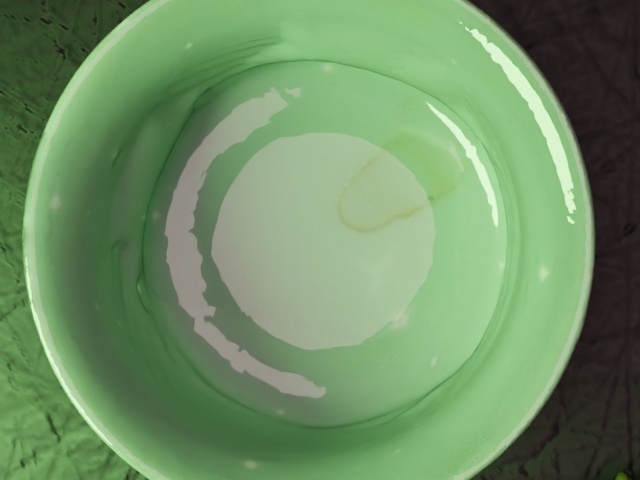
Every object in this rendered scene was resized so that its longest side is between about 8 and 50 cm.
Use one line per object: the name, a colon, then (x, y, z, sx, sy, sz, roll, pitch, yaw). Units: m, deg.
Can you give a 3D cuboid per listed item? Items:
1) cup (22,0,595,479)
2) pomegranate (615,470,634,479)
cup: (0.000, 0.000, 1.097, 0.347, 0.163, 0.347, 0, 90, 8)
pomegranate: (0.213, 0.246, 1.084, 0.159, 0.159, 0.205, -10, 61, 7)
